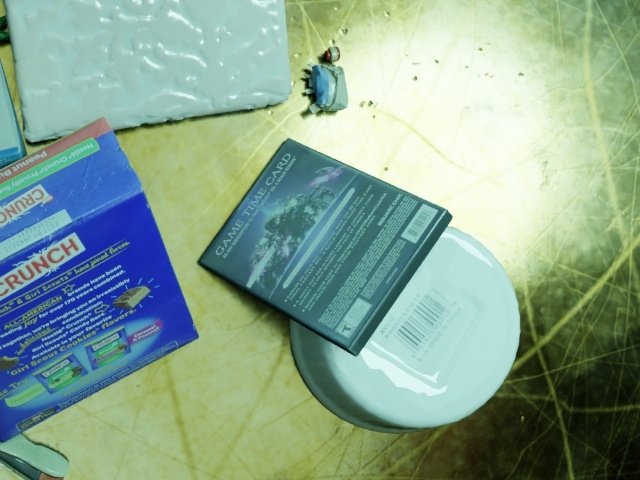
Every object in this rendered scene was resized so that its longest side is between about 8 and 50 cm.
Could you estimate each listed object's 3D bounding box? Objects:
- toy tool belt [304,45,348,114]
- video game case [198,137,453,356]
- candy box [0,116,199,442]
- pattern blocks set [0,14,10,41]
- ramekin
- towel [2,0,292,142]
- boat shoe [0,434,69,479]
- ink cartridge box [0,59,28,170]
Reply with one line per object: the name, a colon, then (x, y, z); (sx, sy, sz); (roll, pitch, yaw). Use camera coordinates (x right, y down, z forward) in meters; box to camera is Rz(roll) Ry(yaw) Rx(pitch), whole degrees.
toy tool belt: (0.004, -0.200, 1.710); (0.051, 0.052, 0.083); (-8, 88, -20)
video game case: (0.000, 0.000, 1.612); (0.196, 0.274, 0.026); (-55, 137, -9)
candy box: (-0.297, 0.053, 1.501); (0.268, 0.317, 0.122); (-28, 59, -11)
pattern blocks set: (-0.399, -0.398, 1.656); (0.285, 0.026, 0.324); (-9, 88, -11)
ramekin: (0.109, 0.102, 1.670); (0.277, 0.135, 0.277); (1, 87, -11)
towel: (-0.209, -0.289, 1.616); (0.332, 0.053, 0.317); (-10, 115, -11)
boat shoe: (-0.364, 0.252, 1.618); (0.137, 0.049, 0.043); (31, 121, -8)
ink cartridge box: (-0.418, -0.107, 1.517); (0.171, 0.232, 0.168); (-15, 74, -10)
